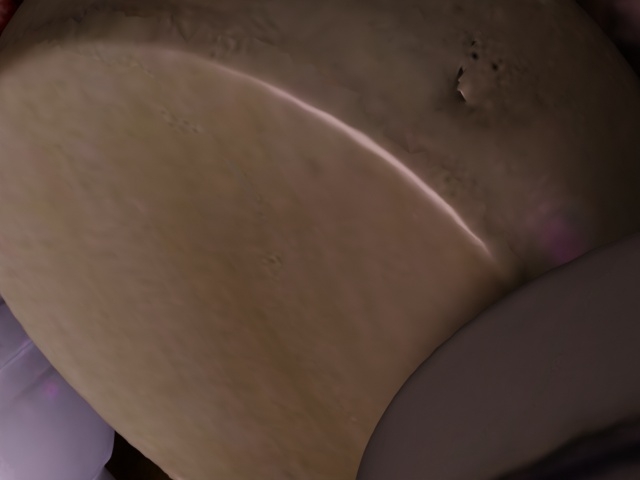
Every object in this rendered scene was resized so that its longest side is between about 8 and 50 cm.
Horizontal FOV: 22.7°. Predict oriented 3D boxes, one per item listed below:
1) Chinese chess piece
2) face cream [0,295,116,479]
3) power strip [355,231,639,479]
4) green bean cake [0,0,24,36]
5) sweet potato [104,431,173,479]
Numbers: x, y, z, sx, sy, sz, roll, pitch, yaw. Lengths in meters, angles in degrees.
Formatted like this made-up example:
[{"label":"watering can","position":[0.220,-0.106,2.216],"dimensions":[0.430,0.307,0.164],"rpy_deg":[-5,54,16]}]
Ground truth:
[{"label":"Chinese chess piece","position":[0.000,0.000,0.534],"dimensions":[0.250,0.101,0.250],"rpy_deg":[22,140,20]},{"label":"face cream","position":[-0.175,0.049,0.654],"dimensions":[0.370,0.145,0.145],"rpy_deg":[51,141,-5]},{"label":"power strip","position":[0.164,0.152,0.429],"dimensions":[0.357,0.161,0.357],"rpy_deg":[4,139,4]},{"label":"green bean cake","position":[-0.154,-0.122,0.569],"dimensions":[0.135,0.056,0.135],"rpy_deg":[41,143,-6]},{"label":"sweet potato","position":[-0.081,0.109,0.738],"dimensions":[0.269,0.075,0.075],"rpy_deg":[16,138,27]}]
